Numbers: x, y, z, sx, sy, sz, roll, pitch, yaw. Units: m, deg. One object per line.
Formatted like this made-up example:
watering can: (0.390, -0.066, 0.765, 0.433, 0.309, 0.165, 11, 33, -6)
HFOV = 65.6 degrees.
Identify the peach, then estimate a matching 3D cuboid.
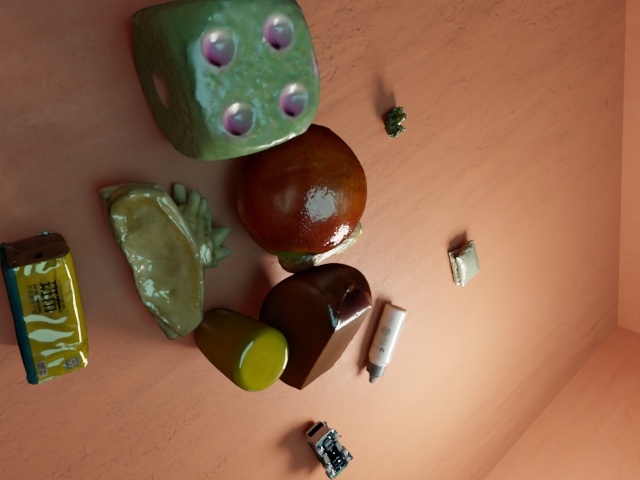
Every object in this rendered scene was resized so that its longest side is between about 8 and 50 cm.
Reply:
peach: (-0.051, -0.137, 1.344, 0.373, 0.372, 0.290, -67, 162, 1)

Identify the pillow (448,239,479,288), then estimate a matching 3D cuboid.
pillow: (0.607, 0.101, 2.077, 0.134, 0.077, 0.181, -35, 125, -24)

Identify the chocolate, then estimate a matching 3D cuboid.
chocolate: (0.000, 0.000, 1.536, 0.309, 0.134, 0.134, -25, 120, -26)

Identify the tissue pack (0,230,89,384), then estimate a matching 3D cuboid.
tissue pack: (-0.597, 0.139, 1.079, 0.134, 0.192, 0.271, -13, 114, -33)

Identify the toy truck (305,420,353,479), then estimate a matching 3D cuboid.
toy truck: (0.031, 0.779, 1.836, 0.114, 0.124, 0.253, -37, 123, -23)

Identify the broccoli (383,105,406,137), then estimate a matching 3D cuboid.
broccoli: (0.252, -0.389, 1.622, 0.097, 0.092, 0.095, -29, 96, -40)

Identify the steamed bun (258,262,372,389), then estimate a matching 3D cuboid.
steamed bun: (-0.033, 0.222, 1.440, 0.235, 0.248, 0.379, -22, 146, -46)

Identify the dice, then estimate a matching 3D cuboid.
dice: (-0.208, -0.380, 1.116, 0.330, 0.318, 0.322, -28, 122, -26)

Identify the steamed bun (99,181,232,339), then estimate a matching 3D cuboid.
steamed bun: (-0.358, 0.014, 1.253, 0.247, 0.189, 0.428, -17, 118, 0)

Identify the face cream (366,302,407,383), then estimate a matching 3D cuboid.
face cream: (0.240, 0.398, 1.888, 0.092, 0.092, 0.312, 14, 98, -40)

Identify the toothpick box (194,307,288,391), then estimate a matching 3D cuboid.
toothpick box: (-0.230, 0.286, 1.368, 0.175, 0.271, 0.175, -12, 108, -39)
